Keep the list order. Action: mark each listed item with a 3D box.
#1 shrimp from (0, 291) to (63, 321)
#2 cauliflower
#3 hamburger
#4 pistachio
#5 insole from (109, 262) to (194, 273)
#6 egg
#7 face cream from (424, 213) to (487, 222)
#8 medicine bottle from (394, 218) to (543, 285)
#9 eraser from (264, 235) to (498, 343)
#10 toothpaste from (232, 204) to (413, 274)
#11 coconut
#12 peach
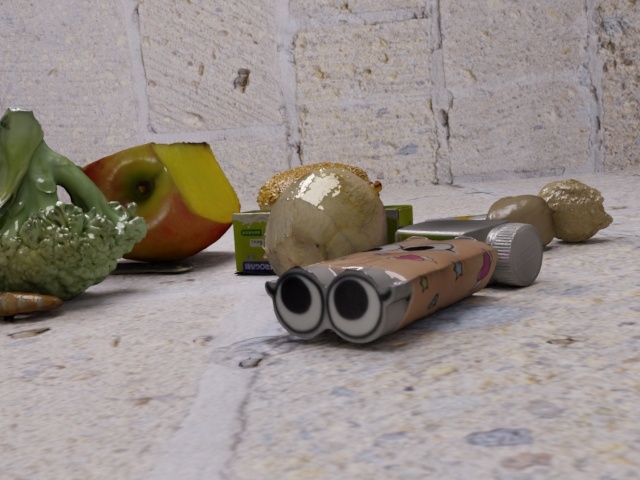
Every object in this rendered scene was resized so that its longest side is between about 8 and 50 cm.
[{"bbox_3d":[-0.459,0.092,1.123,0.162,0.045,0.095,-5,6,13],"label":"shrimp"},{"bbox_3d":[-0.452,-0.032,1.241,0.327,0.281,0.260,-1,-22,-21],"label":"cauliflower"},{"bbox_3d":[-0.010,-0.099,1.827,0.294,0.179,0.276,-10,10,-39],"label":"hamburger"},{"bbox_3d":[0.349,-0.025,1.352,0.149,0.113,0.113,-25,15,-26],"label":"pistachio"},{"bbox_3d":[-0.351,0.055,1.486,0.248,0.011,0.081,-1,9,31],"label":"insole"},{"bbox_3d":[0.466,-0.054,1.414,0.140,0.116,0.118,23,-19,-8],"label":"egg"},{"bbox_3d":[0.305,-0.024,1.510,0.198,0.057,0.084,-3,7,11],"label":"face cream"},{"bbox_3d":[0.220,0.017,1.110,0.132,0.088,0.188,-11,10,-42],"label":"medicine bottle"},{"bbox_3d":[0.087,0.051,0.926,0.171,0.087,0.290,-1,7,35],"label":"eraser"},{"bbox_3d":[0.000,0.000,1.302,0.327,0.110,0.077,-1,5,26],"label":"toothpaste"},{"bbox_3d":[0.015,-0.023,1.153,0.194,0.194,0.194,-5,7,1],"label":"coconut"},{"bbox_3d":[-0.341,-0.069,1.577,0.306,0.242,0.380,-22,5,13],"label":"peach"}]
